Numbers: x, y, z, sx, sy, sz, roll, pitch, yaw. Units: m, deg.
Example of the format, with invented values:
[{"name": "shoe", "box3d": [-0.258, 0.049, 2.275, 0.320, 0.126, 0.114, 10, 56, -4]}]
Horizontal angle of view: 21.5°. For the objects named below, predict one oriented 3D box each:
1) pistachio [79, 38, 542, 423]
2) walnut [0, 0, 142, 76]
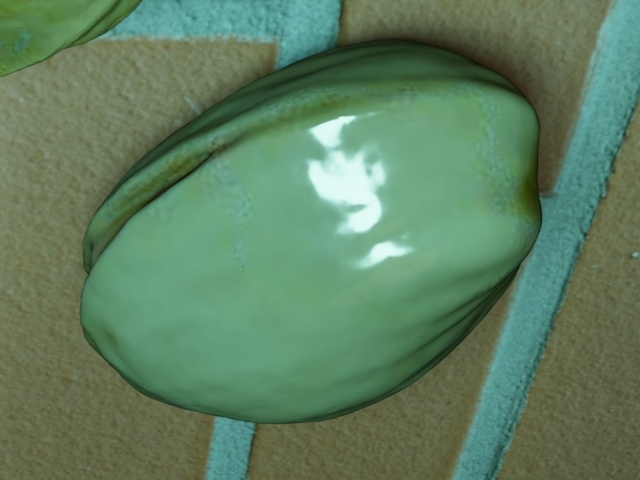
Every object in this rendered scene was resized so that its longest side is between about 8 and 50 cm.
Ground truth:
[{"name": "pistachio", "box3d": [0.000, 0.000, 1.398, 0.365, 0.281, 0.445, 17, 141, -41]}, {"name": "walnut", "box3d": [-0.230, -0.218, 1.136, 0.261, 0.225, 0.225, -21, 137, 18]}]
